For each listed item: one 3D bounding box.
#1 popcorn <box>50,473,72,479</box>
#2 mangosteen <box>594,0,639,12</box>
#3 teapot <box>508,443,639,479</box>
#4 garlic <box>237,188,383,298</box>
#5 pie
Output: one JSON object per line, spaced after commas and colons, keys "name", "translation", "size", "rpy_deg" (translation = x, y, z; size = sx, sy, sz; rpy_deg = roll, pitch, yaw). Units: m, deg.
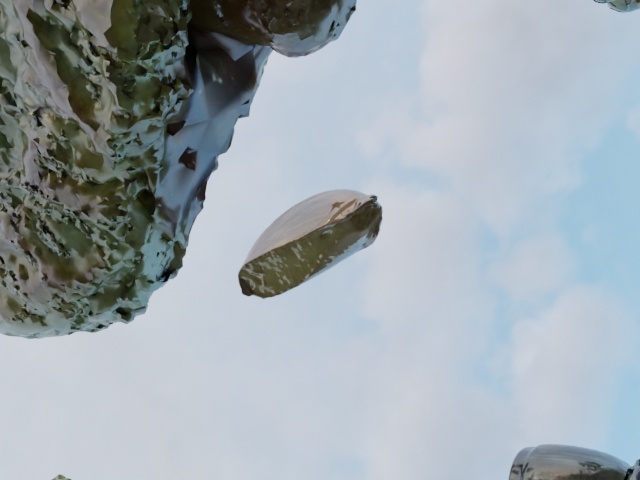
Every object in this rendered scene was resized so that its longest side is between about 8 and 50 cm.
{"name": "popcorn", "translation": [-0.198, 0.228, 0.529], "size": [0.068, 0.059, 0.083], "rpy_deg": [-15, -100, -40]}
{"name": "mangosteen", "translation": [0.307, -0.335, 0.722], "size": [0.166, 0.166, 0.180], "rpy_deg": [-31, -104, -22]}
{"name": "teapot", "translation": [0.206, 0.222, 0.505], "size": [0.111, 0.108, 0.149], "rpy_deg": [57, -141, -13]}
{"name": "garlic", "translation": [-0.003, -0.003, 0.779], "size": [0.087, 0.195, 0.101], "rpy_deg": [56, -156, -15]}
{"name": "pie", "translation": [-0.210, -0.145, 0.514], "size": [0.180, 0.418, 0.395], "rpy_deg": [-3, -128, -53]}
